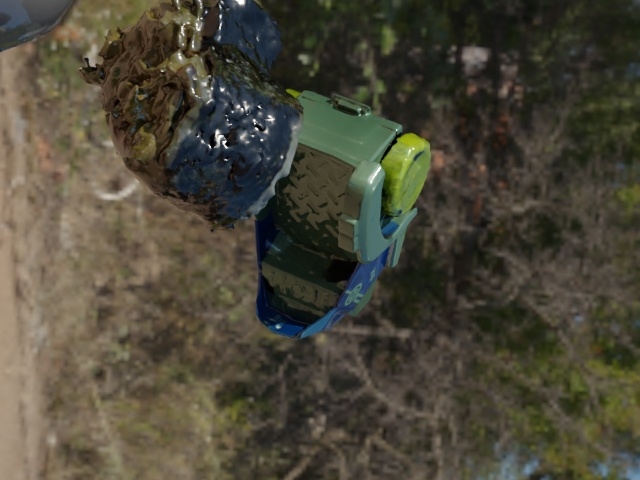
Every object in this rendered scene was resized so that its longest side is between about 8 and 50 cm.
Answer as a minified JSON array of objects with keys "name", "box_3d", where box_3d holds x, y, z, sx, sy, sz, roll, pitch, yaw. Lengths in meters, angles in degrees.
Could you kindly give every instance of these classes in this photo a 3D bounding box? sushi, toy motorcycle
[{"name":"sushi","box_3d":[-0.092,-0.111,0.926,0.147,0.115,0.212,-44,-145,17]},{"name":"toy motorcycle","box_3d":[0.000,0.000,1.466,0.200,0.191,0.326,-49,152,-40]}]

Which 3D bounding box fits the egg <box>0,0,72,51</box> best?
[{"name":"egg","box_3d":[-0.239,-0.237,0.802,0.176,0.176,0.232,-82,165,-48]}]
